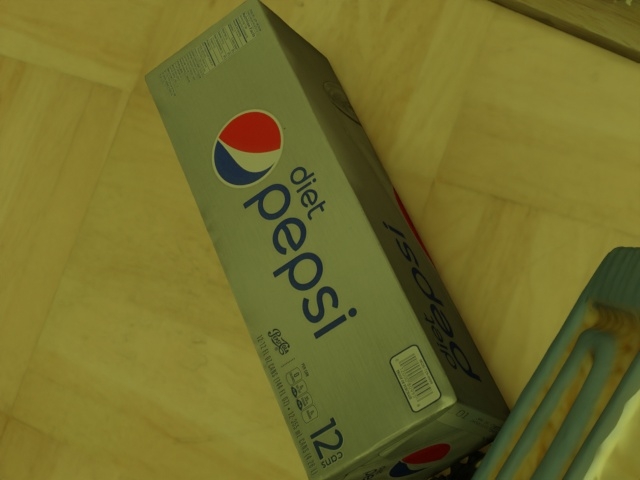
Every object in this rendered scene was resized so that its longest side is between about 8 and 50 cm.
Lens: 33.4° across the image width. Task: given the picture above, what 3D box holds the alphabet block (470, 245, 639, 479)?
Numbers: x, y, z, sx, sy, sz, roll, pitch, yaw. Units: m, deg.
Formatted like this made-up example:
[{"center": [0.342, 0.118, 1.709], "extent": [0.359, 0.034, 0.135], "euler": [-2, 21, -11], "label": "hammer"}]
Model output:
[{"center": [0.173, 0.129, 0.432], "extent": [0.197, 0.193, 0.192], "euler": [29, 94, 5], "label": "alphabet block"}]

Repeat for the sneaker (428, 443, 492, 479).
[{"center": [0.054, 0.222, 0.574], "extent": [0.086, 0.085, 0.237], "euler": [30, 84, -9], "label": "sneaker"}]

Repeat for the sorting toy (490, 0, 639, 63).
[{"center": [0.170, -0.258, 0.612], "extent": [0.257, 0.089, 0.255], "euler": [31, 93, 28], "label": "sorting toy"}]

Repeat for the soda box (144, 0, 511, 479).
[{"center": [0.000, 0.000, 0.619], "extent": [0.091, 0.098, 0.286], "euler": [-34, 60, 16], "label": "soda box"}]
